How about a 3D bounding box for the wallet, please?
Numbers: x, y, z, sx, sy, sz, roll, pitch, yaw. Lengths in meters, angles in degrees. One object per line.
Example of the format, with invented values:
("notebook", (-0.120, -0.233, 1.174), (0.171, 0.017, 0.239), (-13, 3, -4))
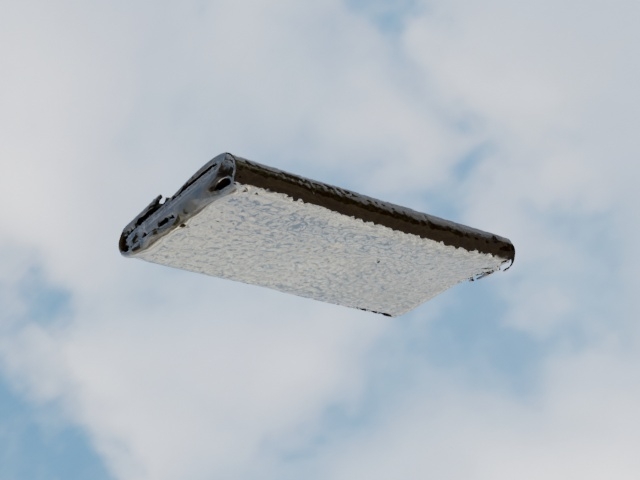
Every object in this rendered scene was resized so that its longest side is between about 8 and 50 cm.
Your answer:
("wallet", (0.000, 0.000, 1.281), (0.243, 0.133, 0.039), (16, -123, -35))
